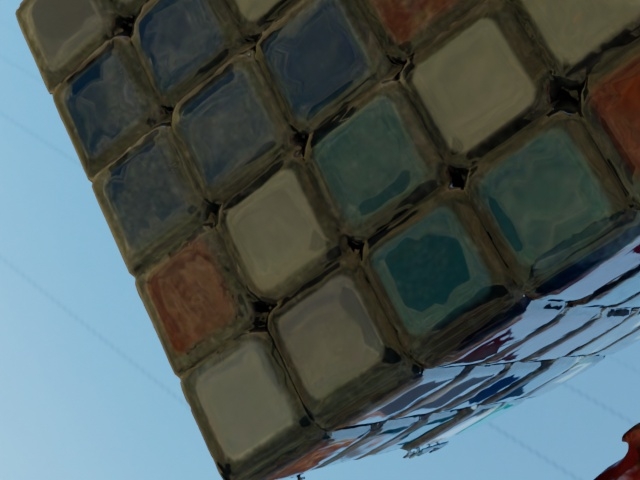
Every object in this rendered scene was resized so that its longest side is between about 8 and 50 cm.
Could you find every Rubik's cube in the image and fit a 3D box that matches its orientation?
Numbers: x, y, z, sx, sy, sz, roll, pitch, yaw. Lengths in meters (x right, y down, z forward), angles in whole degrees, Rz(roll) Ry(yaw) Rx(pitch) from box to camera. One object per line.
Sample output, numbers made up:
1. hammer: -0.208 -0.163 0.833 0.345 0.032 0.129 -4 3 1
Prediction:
1. Rubik's cube: 0.069 -0.070 0.594 0.287 0.292 0.293 -35 -112 23

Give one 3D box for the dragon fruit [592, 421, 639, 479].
1. dragon fruit: 0.174 0.150 0.394 0.172 0.160 0.167 17 -96 46
